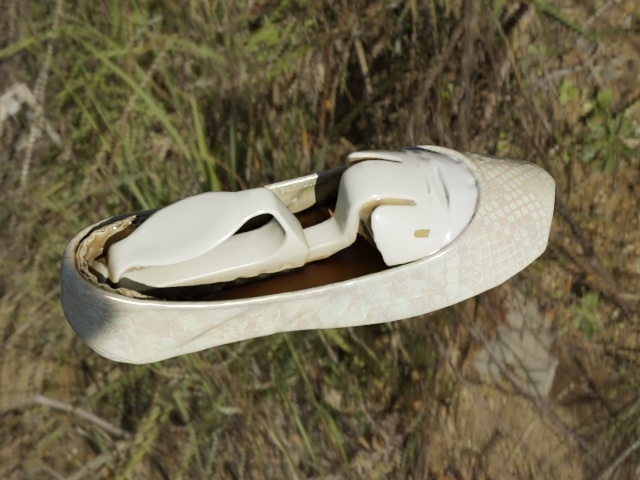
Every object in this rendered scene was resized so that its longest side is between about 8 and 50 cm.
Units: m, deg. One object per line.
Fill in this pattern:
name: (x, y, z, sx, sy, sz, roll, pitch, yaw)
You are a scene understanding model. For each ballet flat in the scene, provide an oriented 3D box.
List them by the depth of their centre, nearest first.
ballet flat: (0.000, 0.000, 0.374, 0.168, 0.052, 0.057, -17, 57, -6)
